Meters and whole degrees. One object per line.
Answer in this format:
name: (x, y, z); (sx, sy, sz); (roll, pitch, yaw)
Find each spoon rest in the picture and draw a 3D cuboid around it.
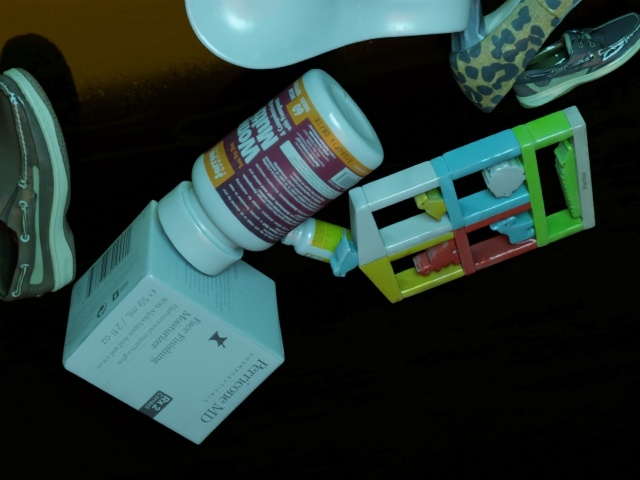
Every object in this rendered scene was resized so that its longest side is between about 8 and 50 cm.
spoon rest: (0.005, -0.228, 1.118); (0.276, 0.084, 0.137); (2, 114, 5)

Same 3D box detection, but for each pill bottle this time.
pill bottle: (0.000, 0.000, 1.305); (0.083, 0.043, 0.043); (17, 118, -16)
pill bottle: (-0.054, -0.066, 1.213); (0.221, 0.121, 0.121); (-36, 119, 15)

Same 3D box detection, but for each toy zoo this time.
toy zoo: (0.148, -0.025, 1.264); (0.293, 0.030, 0.192); (-21, 144, 3)

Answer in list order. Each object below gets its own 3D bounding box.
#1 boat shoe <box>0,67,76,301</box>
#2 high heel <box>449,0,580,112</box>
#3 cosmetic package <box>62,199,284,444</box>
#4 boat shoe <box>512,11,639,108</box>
boat shoe: (-0.311, -0.045, 1.195); (0.095, 0.095, 0.258); (-26, 129, -33)
high heel: (0.255, -0.221, 1.161); (0.261, 0.093, 0.186); (-2, 117, 14)
cosmetic package: (-0.158, 0.089, 1.278); (0.183, 0.151, 0.151); (35, 112, -24)
boat shoe: (0.264, -0.191, 1.210); (0.152, 0.056, 0.049); (-32, 125, 13)
